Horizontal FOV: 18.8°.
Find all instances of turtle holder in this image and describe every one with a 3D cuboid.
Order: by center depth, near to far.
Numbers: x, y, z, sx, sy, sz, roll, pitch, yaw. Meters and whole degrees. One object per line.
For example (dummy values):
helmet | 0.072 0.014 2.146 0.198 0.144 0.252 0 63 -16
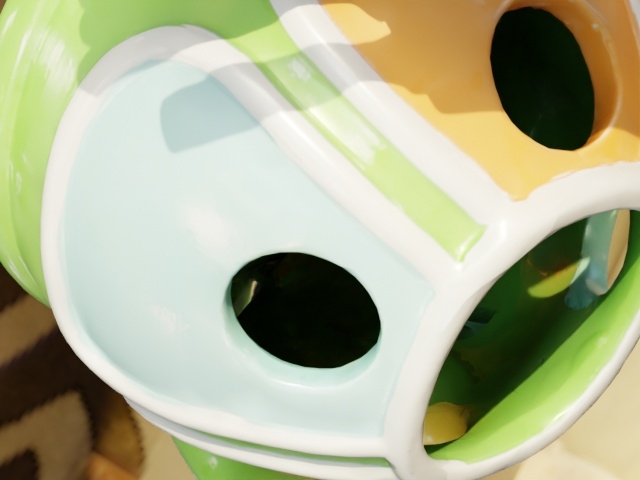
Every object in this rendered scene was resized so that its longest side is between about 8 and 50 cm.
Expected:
turtle holder | -0.008 -0.007 0.718 0.243 0.227 0.320 13 118 -53

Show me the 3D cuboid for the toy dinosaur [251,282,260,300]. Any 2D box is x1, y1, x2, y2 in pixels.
toy dinosaur | 0.015 0.147 1.032 0.322 0.164 0.218 -86 -178 -60
